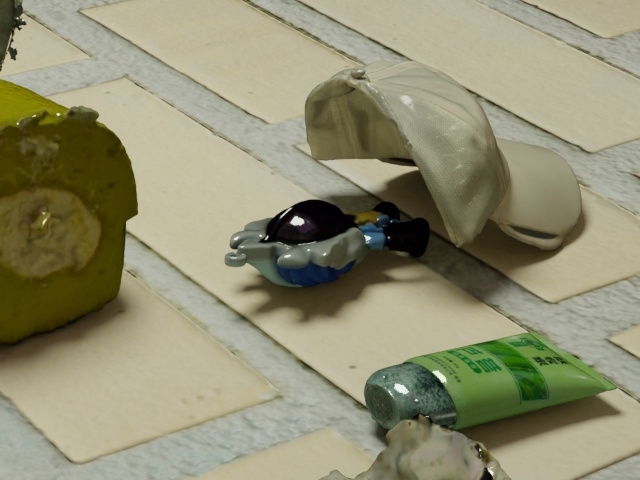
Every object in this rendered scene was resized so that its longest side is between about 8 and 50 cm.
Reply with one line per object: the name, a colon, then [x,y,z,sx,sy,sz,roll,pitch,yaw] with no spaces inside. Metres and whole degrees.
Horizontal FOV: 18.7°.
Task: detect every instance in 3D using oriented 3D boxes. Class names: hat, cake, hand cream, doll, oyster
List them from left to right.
cake: [-0.261,-0.022,1.422,0.260,0.179,0.156,-21,37,-37]
doll: [0.000,0.000,1.529,0.195,0.070,0.096,-10,22,-42]
oyster: [0.049,0.194,1.171,0.163,0.081,0.191,-6,33,40]
hat: [0.118,-0.087,1.608,0.226,0.164,0.219,-18,33,-32]
hand cream: [0.114,0.099,1.371,0.175,0.046,0.095,-12,28,-31]

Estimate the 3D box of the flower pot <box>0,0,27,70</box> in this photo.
flower pot: [-0.441,-0.224,1.745,0.290,0.290,0.259,-15,18,-31]
